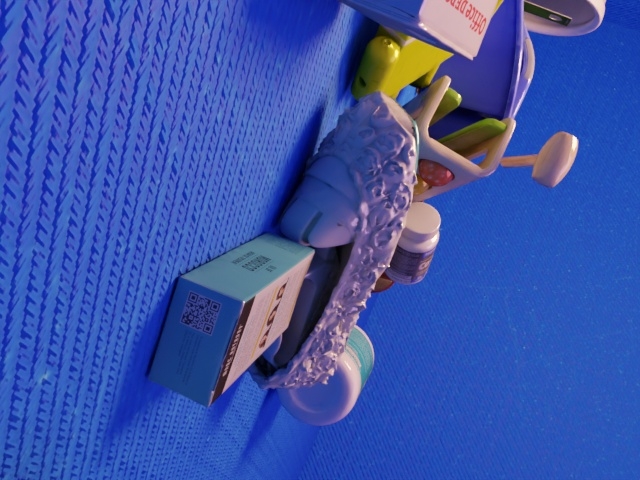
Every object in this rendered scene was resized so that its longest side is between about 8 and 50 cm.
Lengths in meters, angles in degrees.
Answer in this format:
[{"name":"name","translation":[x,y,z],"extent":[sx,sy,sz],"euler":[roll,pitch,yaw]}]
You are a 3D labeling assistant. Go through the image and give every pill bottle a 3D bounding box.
[{"name":"pill bottle","translation":[0.149,0.005,1.233],"extent":[0.137,0.078,0.078],"euler":[99,16,-53]},{"name":"pill bottle","translation":[0.019,0.232,1.405],"extent":[0.264,0.146,0.146],"euler":[-31,142,-74]}]

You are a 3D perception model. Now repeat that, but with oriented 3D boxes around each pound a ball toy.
[{"name":"pound a ball toy","translation":[0.201,-0.113,1.140],"extent":[0.135,0.208,0.319],"euler":[-62,-168,-12]}]

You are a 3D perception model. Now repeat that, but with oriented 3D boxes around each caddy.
[{"name":"caddy","translation":[0.271,-0.311,1.277],"extent":[0.241,0.179,0.341],"euler":[95,3,-64]}]

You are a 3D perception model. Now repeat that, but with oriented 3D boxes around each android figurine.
[{"name":"android figurine","translation":[0.139,-0.268,0.952],"extent":[0.248,0.056,0.273],"euler":[-36,168,-28]}]

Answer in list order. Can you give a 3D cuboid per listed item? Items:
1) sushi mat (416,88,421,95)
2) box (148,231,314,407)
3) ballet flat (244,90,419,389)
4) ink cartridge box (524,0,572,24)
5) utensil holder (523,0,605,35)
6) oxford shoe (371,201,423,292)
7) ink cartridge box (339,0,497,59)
[{"name":"sushi mat","translation":[0.276,-0.473,1.631],"extent":[0.151,0.019,0.316],"euler":[88,26,-71]},{"name":"box","translation":[-0.075,0.064,0.732],"extent":[0.244,0.060,0.100],"euler":[-34,145,-74]},{"name":"ballet flat","translation":[0.001,0.024,0.904],"extent":[0.147,0.147,0.408],"euler":[-50,159,-62]},{"name":"ink cartridge box","translation":[0.461,-0.526,1.827],"extent":[0.189,0.255,0.097],"euler":[-34,146,-73]},{"name":"utensil holder","translation":[0.598,-0.760,1.890],"extent":[0.327,0.328,0.385],"euler":[39,71,-81]},{"name":"oxford shoe","translation":[0.118,-0.070,1.487],"extent":[0.130,0.123,0.348],"euler":[-102,-157,-56]},{"name":"ink cartridge box","translation":[0.114,-0.320,0.648],"extent":[0.207,0.117,0.283],"euler":[-10,123,-66]}]
